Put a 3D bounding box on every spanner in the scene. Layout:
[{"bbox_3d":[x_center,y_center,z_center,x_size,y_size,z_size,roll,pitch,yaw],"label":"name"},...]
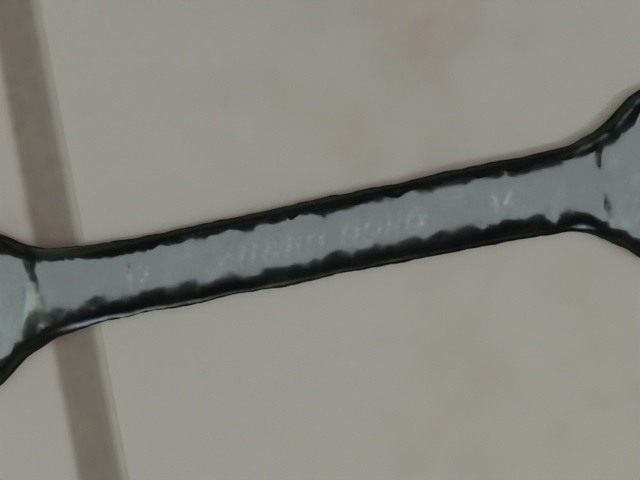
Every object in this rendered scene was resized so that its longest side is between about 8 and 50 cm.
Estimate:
[{"bbox_3d":[0.000,0.000,0.565,0.254,0.015,0.054,-11,94,-2],"label":"spanner"}]
